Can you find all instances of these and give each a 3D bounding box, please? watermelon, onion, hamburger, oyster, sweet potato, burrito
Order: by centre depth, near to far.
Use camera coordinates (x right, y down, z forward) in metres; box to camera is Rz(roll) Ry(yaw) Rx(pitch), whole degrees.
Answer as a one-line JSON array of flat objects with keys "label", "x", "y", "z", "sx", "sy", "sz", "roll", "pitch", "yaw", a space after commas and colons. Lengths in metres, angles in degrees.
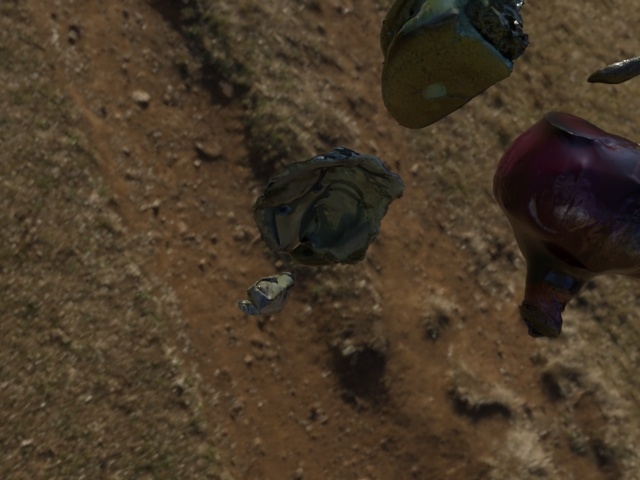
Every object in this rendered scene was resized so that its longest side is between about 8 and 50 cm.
[{"label": "oyster", "x": 0.011, "y": -0.033, "z": 1.023, "sx": 0.252, "sy": 0.199, "sz": 0.087, "roll": 34, "pitch": 49, "yaw": -63}, {"label": "burrito", "x": -0.070, "y": 0.074, "z": 1.283, "sx": 0.041, "sy": 0.055, "sz": 0.149, "roll": 29, "pitch": 10, "yaw": 11}, {"label": "watermelon", "x": 0.000, "y": 0.000, "z": 1.379, "sx": 0.078, "sy": 0.111, "sz": 0.078, "roll": -7, "pitch": 90, "yaw": -73}, {"label": "hamburger", "x": 0.191, "y": -0.326, "z": 1.529, "sx": 0.192, "sy": 0.288, "sz": 0.167, "roll": 41, "pitch": 35, "yaw": -27}, {"label": "sweet potato", "x": 0.531, "y": -0.292, "z": 1.637, "sx": 0.038, "sy": 0.153, "sz": 0.041, "roll": 47, "pitch": 44, "yaw": -44}, {"label": "onion", "x": 0.480, "y": -0.015, "z": 1.851, "sx": 0.398, "sy": 0.420, "sz": 0.398, "roll": 27, "pitch": 15, "yaw": -8}]
